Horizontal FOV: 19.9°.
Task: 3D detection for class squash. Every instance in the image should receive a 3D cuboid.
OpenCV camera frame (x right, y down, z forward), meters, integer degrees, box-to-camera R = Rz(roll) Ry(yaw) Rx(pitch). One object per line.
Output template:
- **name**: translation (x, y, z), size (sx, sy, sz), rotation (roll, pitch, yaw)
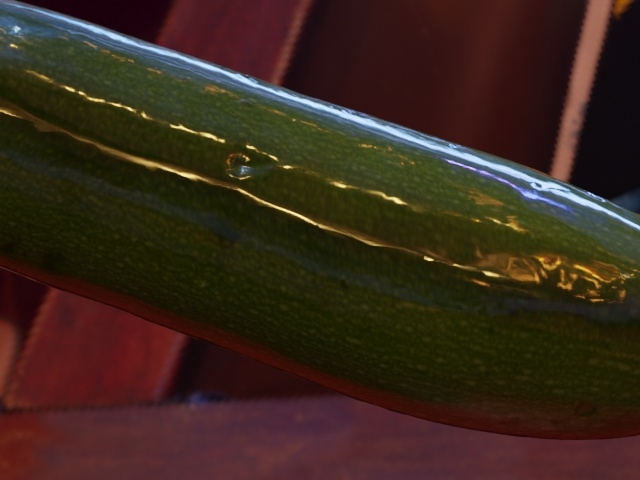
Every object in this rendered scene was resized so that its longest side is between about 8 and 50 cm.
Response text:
- **squash**: translation (0.000, 0.000, 0.644), size (0.379, 0.101, 0.101), rotation (16, 53, -5)
